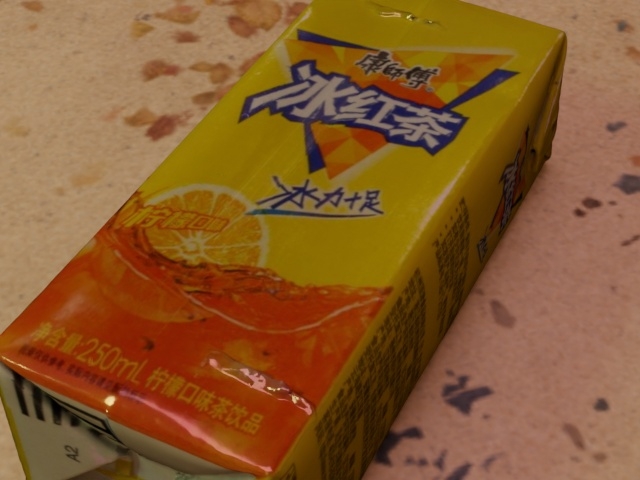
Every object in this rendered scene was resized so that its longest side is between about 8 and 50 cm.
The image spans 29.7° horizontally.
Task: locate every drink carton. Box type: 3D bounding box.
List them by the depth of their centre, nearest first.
[{"bbox_3d":[0.000,0.000,0.639,0.154,0.111,0.351,20,47,19],"label":"drink carton"}]
